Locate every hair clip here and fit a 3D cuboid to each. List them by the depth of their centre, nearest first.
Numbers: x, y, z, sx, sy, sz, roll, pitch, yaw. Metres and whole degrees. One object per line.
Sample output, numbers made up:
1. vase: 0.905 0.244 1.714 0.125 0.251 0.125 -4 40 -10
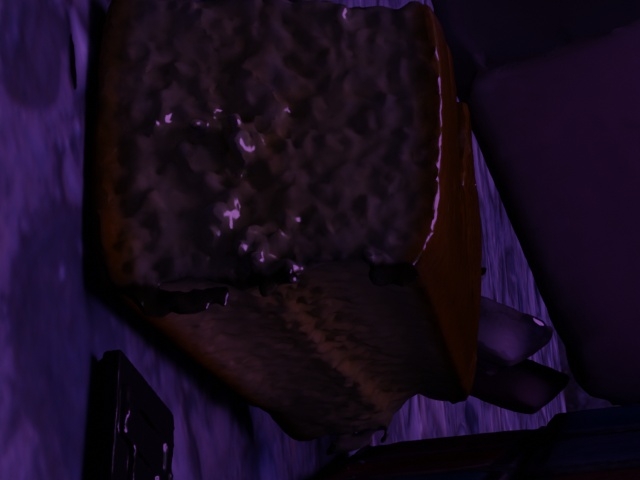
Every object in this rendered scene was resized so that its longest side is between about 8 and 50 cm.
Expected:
1. hair clip: 0.056 0.040 0.896 0.257 0.146 0.075 68 38 -65

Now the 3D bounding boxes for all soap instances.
1. soap: 0.123 -0.106 0.878 0.296 0.107 0.285 58 20 -52

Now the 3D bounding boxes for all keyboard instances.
1. keyboard: -0.064 0.138 0.553 0.061 0.013 0.204 65 22 -57

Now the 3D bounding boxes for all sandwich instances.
1. sandwich: 0.000 0.000 0.694 0.235 0.122 0.128 62 28 -69

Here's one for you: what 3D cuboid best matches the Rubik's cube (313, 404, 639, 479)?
1. Rubik's cube: 0.175 0.259 0.818 0.362 0.359 0.363 -1 86 -77
